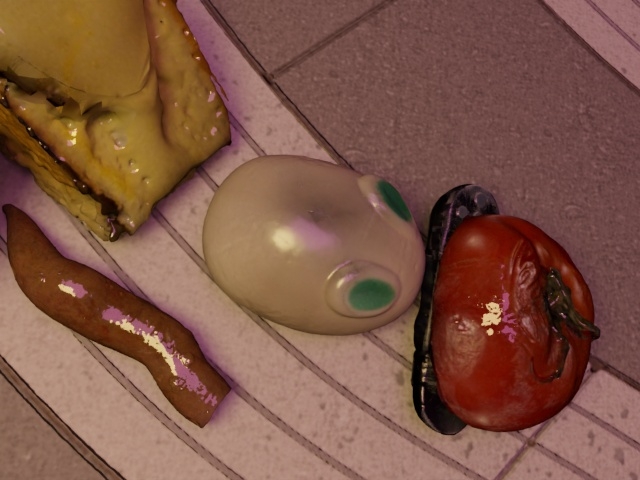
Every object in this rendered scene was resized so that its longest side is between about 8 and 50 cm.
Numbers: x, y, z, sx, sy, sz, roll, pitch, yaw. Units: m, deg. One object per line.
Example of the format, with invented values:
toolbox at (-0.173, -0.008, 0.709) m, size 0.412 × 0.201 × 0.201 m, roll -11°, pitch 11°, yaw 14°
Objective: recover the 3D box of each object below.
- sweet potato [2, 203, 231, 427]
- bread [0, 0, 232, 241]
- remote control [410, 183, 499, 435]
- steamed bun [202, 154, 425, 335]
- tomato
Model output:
sweet potato at (-0.201, 0.064, 0.598) m, size 0.281 × 0.059 × 0.067 m, roll 38°, pitch 58°, yaw -3°
bread at (-0.213, -0.151, 0.607) m, size 0.204 × 0.162 × 0.262 m, roll -44°, pitch 131°, yaw -24°
remote control at (0.137, 0.070, 0.694) m, size 0.090 × 0.066 × 0.266 m, roll 17°, pitch 74°, yaw -22°
steamed bun at (0.000, 0.000, 0.637) m, size 0.228 × 0.131 × 0.177 m, roll 24°, pitch 67°, yaw -6°
tomato at (0.207, 0.078, 0.643) m, size 0.227 × 0.101 × 0.228 m, roll 8°, pitch 76°, yaw -38°
